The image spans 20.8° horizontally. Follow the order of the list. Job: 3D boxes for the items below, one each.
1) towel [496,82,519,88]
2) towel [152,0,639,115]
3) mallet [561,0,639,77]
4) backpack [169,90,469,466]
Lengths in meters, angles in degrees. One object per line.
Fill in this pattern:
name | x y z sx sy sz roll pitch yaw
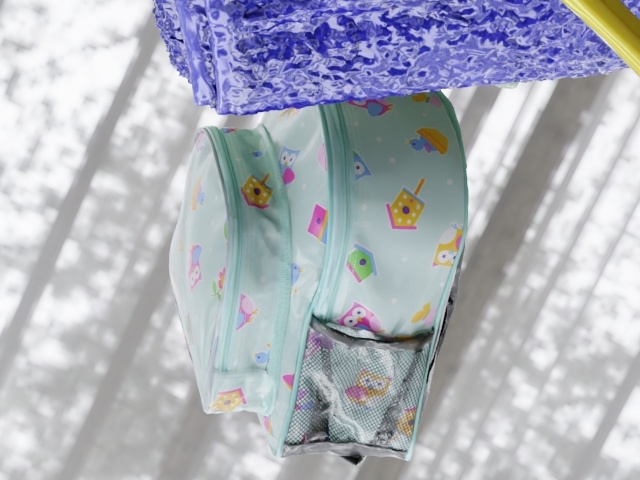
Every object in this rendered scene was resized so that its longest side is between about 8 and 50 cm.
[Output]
towel | -0.054 -0.187 0.946 0.325 0.038 0.248 25 -173 -28
towel | 0.026 -0.157 0.576 0.228 0.308 0.076 -2 -126 8
mallet | 0.053 -0.070 0.447 0.190 0.039 0.062 40 -138 1
backpack | 0.000 0.000 0.903 0.144 0.188 0.166 11 -149 -19
